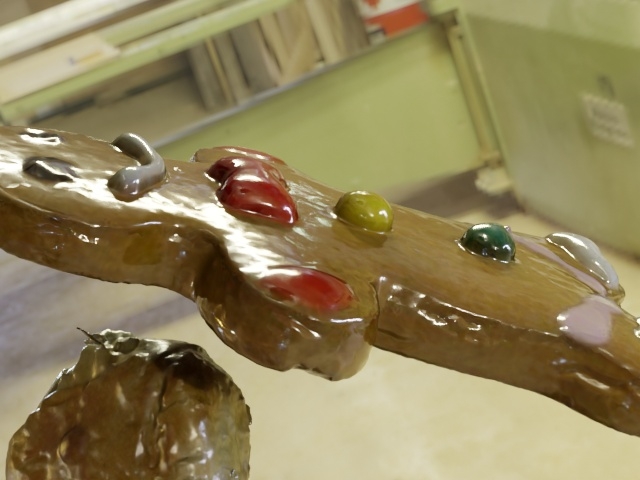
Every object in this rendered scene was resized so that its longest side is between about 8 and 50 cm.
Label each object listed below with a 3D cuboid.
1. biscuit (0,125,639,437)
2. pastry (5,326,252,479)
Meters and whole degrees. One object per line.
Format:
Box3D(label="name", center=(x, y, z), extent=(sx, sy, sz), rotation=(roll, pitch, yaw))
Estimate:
Box3D(label="biscuit", center=(0.000, -0.002, 0.795), extent=(0.432, 0.064, 0.283), rotation=(16, 15, -13))
Box3D(label="pastry", center=(-0.104, 0.122, 0.788), extent=(0.153, 0.153, 0.081), rotation=(-11, -19, 27))
